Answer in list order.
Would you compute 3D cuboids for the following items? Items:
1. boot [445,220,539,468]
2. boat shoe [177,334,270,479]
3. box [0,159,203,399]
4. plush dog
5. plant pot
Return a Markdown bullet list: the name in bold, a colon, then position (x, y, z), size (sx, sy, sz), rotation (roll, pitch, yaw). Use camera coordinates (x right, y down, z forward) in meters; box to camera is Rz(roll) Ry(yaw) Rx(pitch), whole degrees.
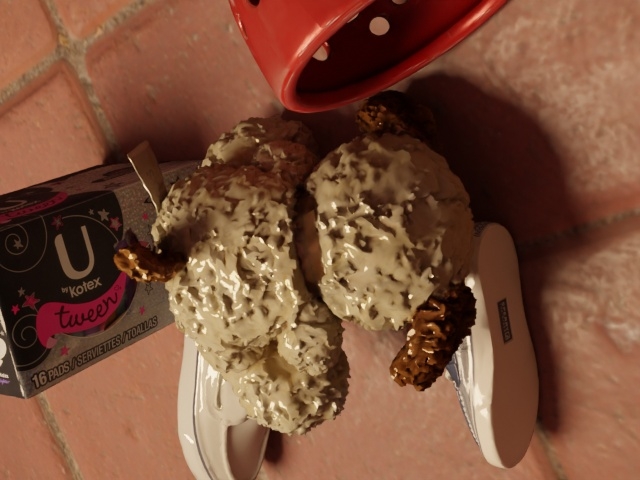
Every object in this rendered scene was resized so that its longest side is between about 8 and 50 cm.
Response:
- **boot**: position (0.112, 0.078, 0.733), size (0.086, 0.069, 0.190), rotation (1, 100, 46)
- **boat shoe**: position (-0.067, 0.124, 0.875), size (0.088, 0.096, 0.268), rotation (16, 109, 39)
- **box**: position (-0.227, 0.021, 0.852), size (0.163, 0.247, 0.142), rotation (1, 109, 38)
- **plush dog**: position (0.000, 0.000, 0.681), size (0.225, 0.210, 0.262), rotation (-14, 76, 20)
- **plant pot**: position (0.016, -0.203, 0.608), size (0.191, 0.191, 0.174), rotation (-36, 81, 41)
